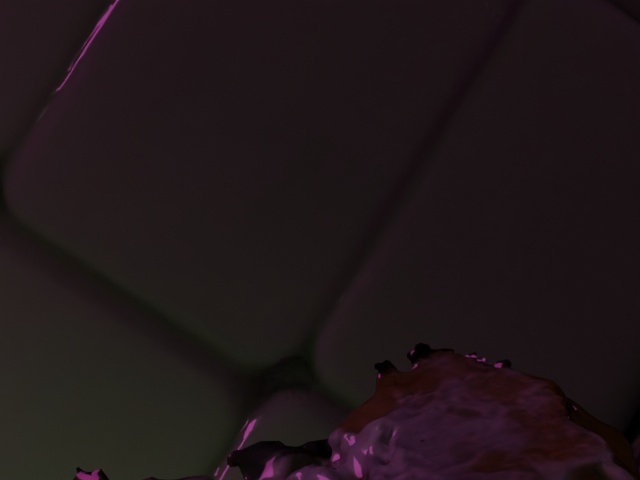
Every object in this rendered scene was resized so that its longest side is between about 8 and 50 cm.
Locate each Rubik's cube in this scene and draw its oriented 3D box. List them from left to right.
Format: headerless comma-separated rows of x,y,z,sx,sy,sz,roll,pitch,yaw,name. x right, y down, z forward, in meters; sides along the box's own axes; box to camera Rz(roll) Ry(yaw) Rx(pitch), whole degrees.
-0.046,-0.053,0.692,0.318,0.316,0.322,-58,10,-6,Rubik's cube

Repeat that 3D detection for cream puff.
0.012,0.102,0.424,0.156,0.156,0.121,-55,44,10,cream puff
